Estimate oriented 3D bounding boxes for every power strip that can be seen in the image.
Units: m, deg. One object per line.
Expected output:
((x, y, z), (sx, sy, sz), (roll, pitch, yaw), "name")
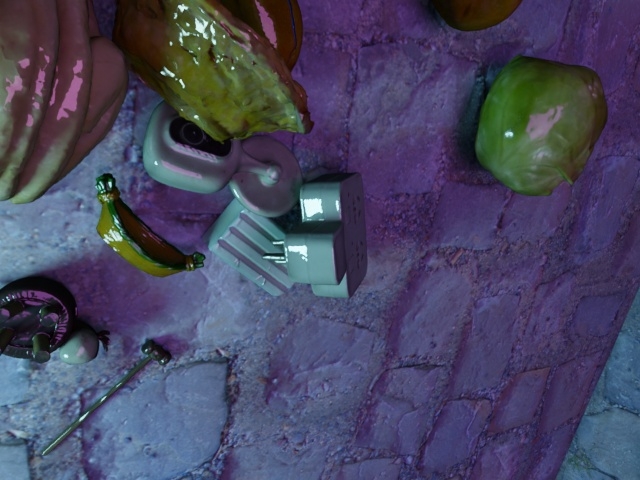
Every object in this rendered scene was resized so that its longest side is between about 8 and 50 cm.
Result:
((0.000, 0.000, 0.860), (0.261, 0.141, 0.229), (-41, 128, -64), "power strip")

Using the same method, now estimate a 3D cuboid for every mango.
((-0.099, -0.374, 0.722), (0.126, 0.111, 0.232), (-24, 108, -33), "mango")

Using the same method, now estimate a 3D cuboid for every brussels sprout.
((0.497, -0.268, 1.035), (0.329, 0.247, 0.327), (-18, 134, -20), "brussels sprout")

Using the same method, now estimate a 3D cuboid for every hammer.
((-0.418, 0.309, 0.868), (0.292, 0.029, 0.058), (-43, 122, -6), "hammer")

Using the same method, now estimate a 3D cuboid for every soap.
((-0.120, 0.016, 0.892), (0.119, 0.067, 0.198), (-50, 126, -3), "soap")

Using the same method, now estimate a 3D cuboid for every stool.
((-0.445, 0.146, 0.728), (0.125, 0.121, 0.217), (-47, 120, -7), "stool")

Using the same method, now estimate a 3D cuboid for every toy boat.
((-0.300, -0.011, 0.763), (0.088, 0.089, 0.229), (-40, 122, 7), "toy boat")

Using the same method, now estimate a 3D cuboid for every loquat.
((0.300, -0.511, 0.845), (0.188, 0.175, 0.234), (-22, 146, 7), "loquat")

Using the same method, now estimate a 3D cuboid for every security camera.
((-0.147, -0.139, 0.778), (0.302, 0.080, 0.157), (15, 70, -33), "security camera")

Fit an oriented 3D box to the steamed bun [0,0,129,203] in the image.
((-0.389, -0.155, 0.502), (0.230, 0.325, 0.372), (50, 58, -33), "steamed bun")

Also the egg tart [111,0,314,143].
((-0.165, -0.238, 0.605), (0.129, 0.341, 0.341), (-50, 125, -5), "egg tart")
